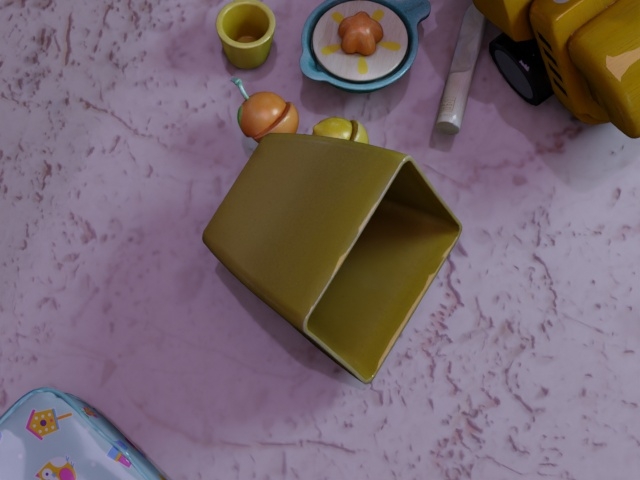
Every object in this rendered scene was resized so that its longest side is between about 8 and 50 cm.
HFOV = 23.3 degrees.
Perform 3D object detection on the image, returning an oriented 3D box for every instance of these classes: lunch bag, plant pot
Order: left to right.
[{"bbox_3d":[-0.280,0.312,1.701,0.279,0.108,0.224,43,86,7],"label":"lunch bag"},{"bbox_3d":[0.000,0.000,1.703,0.187,0.212,0.212,27,81,28],"label":"plant pot"}]

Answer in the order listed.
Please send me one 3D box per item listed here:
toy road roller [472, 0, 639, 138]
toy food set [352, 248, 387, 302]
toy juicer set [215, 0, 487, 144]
[{"bbox_3d":[0.307,-0.263,1.688,0.202,0.329,0.240,-36,48,-6],"label":"toy road roller"},{"bbox_3d":[0.078,0.046,1.791,0.083,0.020,0.082,16,81,2],"label":"toy food set"},{"bbox_3d":[0.051,-0.193,1.773,0.329,0.089,0.209,-6,63,-3],"label":"toy juicer set"}]
